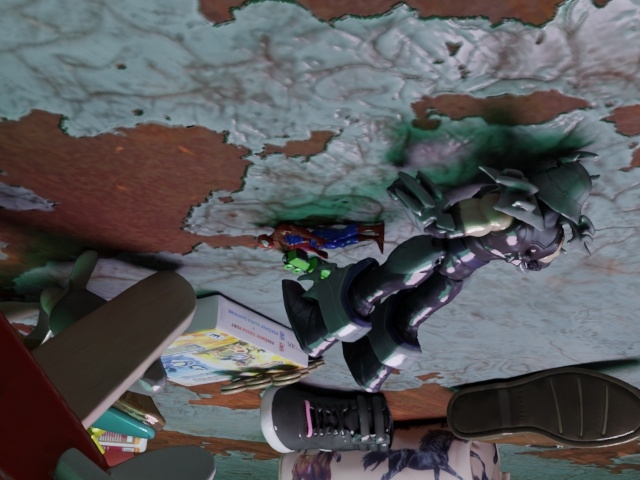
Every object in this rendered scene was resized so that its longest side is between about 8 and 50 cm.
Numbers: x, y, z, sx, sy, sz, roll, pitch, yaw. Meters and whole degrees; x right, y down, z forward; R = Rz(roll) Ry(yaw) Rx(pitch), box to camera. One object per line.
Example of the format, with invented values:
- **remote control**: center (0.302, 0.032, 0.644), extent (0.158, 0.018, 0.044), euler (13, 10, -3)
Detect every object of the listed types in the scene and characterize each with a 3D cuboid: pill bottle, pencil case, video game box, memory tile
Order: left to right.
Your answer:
- **pill bottle**: center (-0.369, 0.311, 1.317), extent (0.152, 0.086, 0.086), euler (8, 154, -13)
- **video game box**: center (-0.149, 0.132, 0.969), extent (0.205, 0.048, 0.187), euler (-14, 154, 30)
- **memory tile**: center (-0.062, 0.182, 1.034), extent (0.113, 0.012, 0.148), euler (-13, 176, 16)
- **pencil case**: center (0.136, 0.435, 1.464), extent (0.411, 0.159, 0.183), euler (-11, 143, 24)

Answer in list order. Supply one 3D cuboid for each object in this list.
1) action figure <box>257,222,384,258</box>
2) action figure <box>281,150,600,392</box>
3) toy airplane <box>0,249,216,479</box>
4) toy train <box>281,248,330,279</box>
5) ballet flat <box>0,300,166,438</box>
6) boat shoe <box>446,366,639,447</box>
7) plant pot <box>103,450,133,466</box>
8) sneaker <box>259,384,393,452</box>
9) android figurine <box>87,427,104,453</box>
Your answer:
- **action figure**: center (0.000, 0.000, 0.703), extent (0.115, 0.030, 0.038), euler (2, 160, 4)
- **action figure**: center (0.101, 0.012, 0.633), extent (0.185, 0.099, 0.285), euler (28, 127, -38)
- **toy airplane**: center (-0.282, 0.153, 0.628), extent (0.386, 0.384, 0.272), euler (16, 141, -32)
- **toy train**: center (-0.005, 0.029, 0.776), extent (0.024, 0.017, 0.083), euler (-29, 142, 31)
- **ballet flat**: center (-0.320, 0.129, 0.870), extent (0.343, 0.124, 0.116), euler (6, 146, 16)
- **boat shoe**: center (0.342, 0.249, 1.140), extent (0.307, 0.110, 0.104), euler (-8, 159, 41)
- **plant pot**: center (-0.489, 0.421, 1.384), extent (0.265, 0.272, 0.272), euler (6, 156, -29)
- **sneaker**: center (0.023, 0.277, 1.213), extent (0.147, 0.104, 0.296), euler (-12, 158, 23)
- **android figurine**: center (-0.403, 0.269, 1.032), extent (0.273, 0.248, 0.056), euler (-30, 132, -21)
